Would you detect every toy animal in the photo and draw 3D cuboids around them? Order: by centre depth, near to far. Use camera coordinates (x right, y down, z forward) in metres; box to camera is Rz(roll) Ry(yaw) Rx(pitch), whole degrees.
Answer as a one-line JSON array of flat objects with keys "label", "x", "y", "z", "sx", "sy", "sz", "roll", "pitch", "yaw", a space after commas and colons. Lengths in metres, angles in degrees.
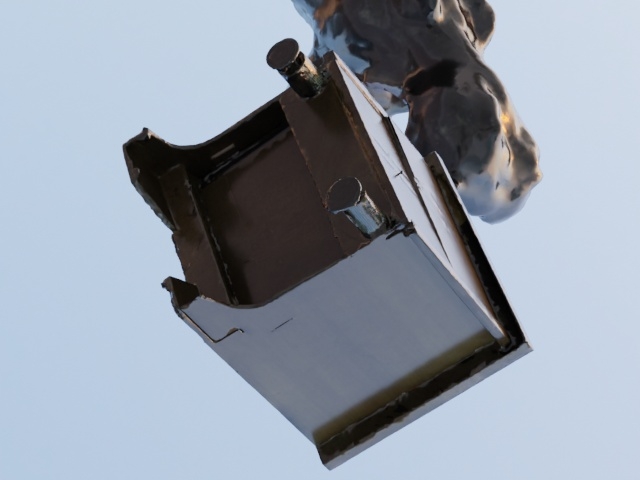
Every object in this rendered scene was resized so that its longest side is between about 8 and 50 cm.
[{"label": "toy animal", "x": 0.018, "y": -0.164, "z": 0.862, "sx": 0.106, "sy": 0.168, "sz": 0.343, "roll": 6, "pitch": -106, "yaw": -45}]

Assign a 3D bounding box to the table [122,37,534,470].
[{"label": "table", "x": 0.000, "y": 0.000, "z": 0.527, "sx": 0.070, "sy": 0.082, "sz": 0.083, "roll": -32, "pitch": -134, "yaw": 11}]
